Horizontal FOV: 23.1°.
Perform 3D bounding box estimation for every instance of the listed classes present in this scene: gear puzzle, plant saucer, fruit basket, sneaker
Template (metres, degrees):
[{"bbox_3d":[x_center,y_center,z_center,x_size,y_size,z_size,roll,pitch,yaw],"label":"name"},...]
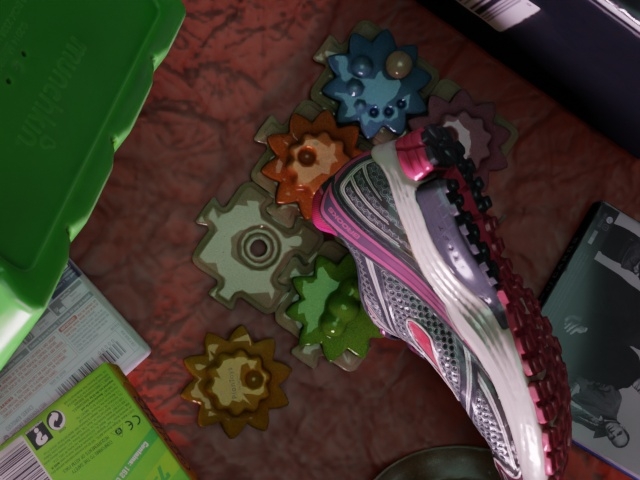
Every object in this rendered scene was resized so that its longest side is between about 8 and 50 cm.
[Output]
[{"bbox_3d":[0.000,0.000,1.202,0.175,0.044,0.339,36,84,-6],"label":"gear puzzle"},{"bbox_3d":[0.110,0.226,1.178,0.169,0.168,0.029,-5,132,-8],"label":"plant saucer"},{"bbox_3d":[-0.312,-0.051,1.052,0.283,0.392,0.392,40,84,-23],"label":"fruit basket"},{"bbox_3d":[0.102,0.063,1.164,0.112,0.121,0.299,-22,100,22],"label":"sneaker"}]

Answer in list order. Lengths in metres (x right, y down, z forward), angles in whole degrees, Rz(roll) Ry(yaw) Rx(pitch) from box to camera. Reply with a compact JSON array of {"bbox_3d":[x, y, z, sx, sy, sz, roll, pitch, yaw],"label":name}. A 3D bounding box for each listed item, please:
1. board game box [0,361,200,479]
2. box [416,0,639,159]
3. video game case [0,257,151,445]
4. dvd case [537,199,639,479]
[{"bbox_3d":[-0.123,0.226,1.118,0.124,0.039,0.259,-38,75,4],"label":"board game box"},{"bbox_3d":[0.215,-0.385,1.115,0.480,0.297,0.471,35,86,-6],"label":"box"},{"bbox_3d":[-0.262,0.083,1.174,0.201,0.023,0.183,-42,95,-6],"label":"video game case"},{"bbox_3d":[0.278,0.104,1.249,0.239,0.029,0.179,31,84,-7],"label":"dvd case"}]
